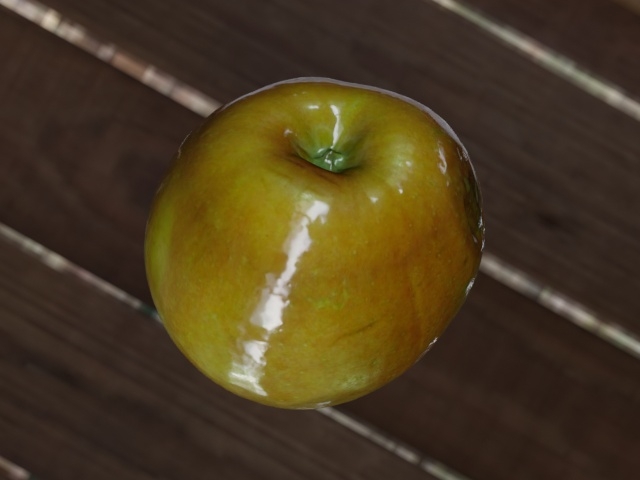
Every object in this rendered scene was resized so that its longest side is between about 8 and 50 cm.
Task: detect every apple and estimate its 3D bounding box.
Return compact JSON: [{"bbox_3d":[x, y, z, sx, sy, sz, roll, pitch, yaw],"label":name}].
[{"bbox_3d":[0.000,0.000,0.589,0.102,0.114,0.099,94,-22,-56],"label":"apple"}]
